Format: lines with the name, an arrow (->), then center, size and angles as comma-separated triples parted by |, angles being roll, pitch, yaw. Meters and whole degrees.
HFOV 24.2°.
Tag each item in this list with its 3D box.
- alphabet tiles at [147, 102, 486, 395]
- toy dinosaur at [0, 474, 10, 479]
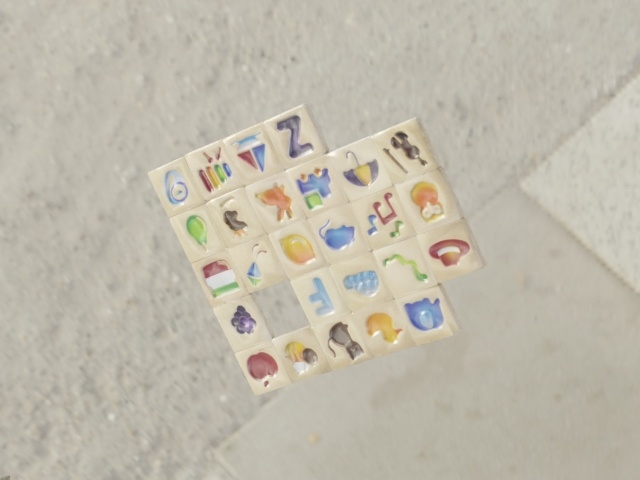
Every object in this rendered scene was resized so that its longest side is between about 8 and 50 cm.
alphabet tiles -> 0.000, 0.000, 1.115 | 0.237, 0.009, 0.198 | -20, 99, 33
toy dinosaur -> -0.272, 0.227, 0.766 | 0.121, 0.160, 0.313 | -3, 23, 25
